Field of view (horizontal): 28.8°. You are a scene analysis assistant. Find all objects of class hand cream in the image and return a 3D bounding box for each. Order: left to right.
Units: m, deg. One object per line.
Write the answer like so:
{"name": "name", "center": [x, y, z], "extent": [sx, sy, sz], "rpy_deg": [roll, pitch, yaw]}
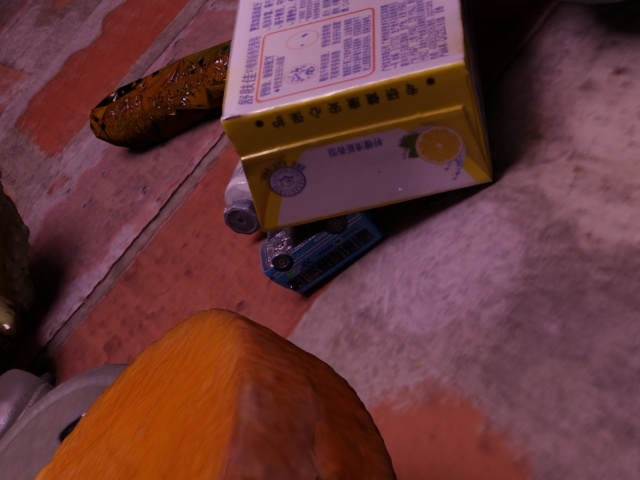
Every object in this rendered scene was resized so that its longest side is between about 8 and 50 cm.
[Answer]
{"name": "hand cream", "center": [-0.036, -0.081, 1.025], "extent": [0.067, 0.042, 0.194], "rpy_deg": [-33, 26, 41]}

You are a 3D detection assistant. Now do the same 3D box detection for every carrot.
{"name": "carrot", "center": [-0.081, 0.164, 0.542], "extent": [0.258, 0.100, 0.307], "rpy_deg": [-30, 30, 37]}
{"name": "carrot", "center": [-0.141, -0.140, 1.214], "extent": [0.229, 0.069, 0.069], "rpy_deg": [-16, 41, 42]}

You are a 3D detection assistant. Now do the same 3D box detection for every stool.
{"name": "stool", "center": [-0.228, 0.156, 0.933], "extent": [0.096, 0.096, 0.110], "rpy_deg": [-5, 44, 51]}

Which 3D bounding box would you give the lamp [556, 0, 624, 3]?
{"name": "lamp", "center": [0.164, -0.238, 0.792], "extent": [0.284, 0.147, 0.209], "rpy_deg": [23, 50, 25]}

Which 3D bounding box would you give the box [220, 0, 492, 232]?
{"name": "box", "center": [0.028, -0.138, 0.888], "extent": [0.168, 0.097, 0.265], "rpy_deg": [-14, 38, 11]}

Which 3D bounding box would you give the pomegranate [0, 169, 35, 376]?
{"name": "pomegranate", "center": [-0.374, 0.036, 1.145], "extent": [0.260, 0.260, 0.341], "rpy_deg": [-51, 45, -6]}

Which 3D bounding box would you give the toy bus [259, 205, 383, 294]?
{"name": "toy bus", "center": [0.000, 0.000, 0.864], "extent": [0.083, 0.046, 0.038], "rpy_deg": [-36, 33, 17]}

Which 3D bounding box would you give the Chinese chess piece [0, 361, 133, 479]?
{"name": "Chinese chess piece", "center": [-0.146, 0.183, 0.789], "extent": [0.238, 0.092, 0.237], "rpy_deg": [-33, 31, 23]}
